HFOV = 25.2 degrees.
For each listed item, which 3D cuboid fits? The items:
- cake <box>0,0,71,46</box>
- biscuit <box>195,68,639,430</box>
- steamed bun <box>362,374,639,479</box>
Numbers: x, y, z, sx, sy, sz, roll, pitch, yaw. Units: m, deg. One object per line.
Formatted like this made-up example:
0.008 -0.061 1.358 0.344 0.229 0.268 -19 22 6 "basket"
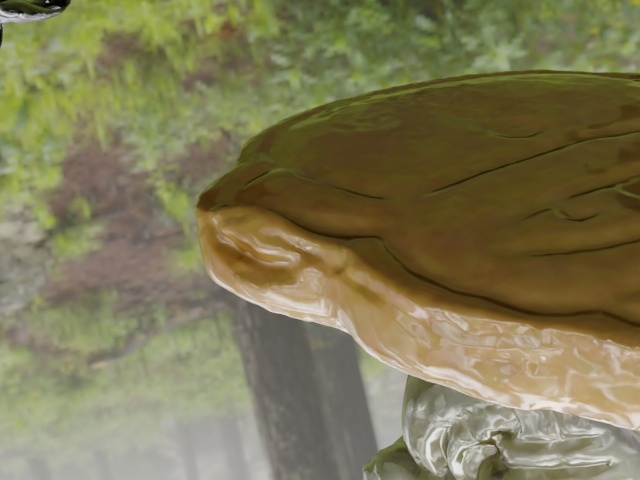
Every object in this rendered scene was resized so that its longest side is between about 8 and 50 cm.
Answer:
-0.286 -0.275 1.005 0.332 0.321 0.332 -10 -137 9 "cake"
0.128 -0.018 0.653 0.312 0.057 0.351 -22 -148 -37 "biscuit"
0.198 0.151 0.799 0.219 0.324 0.310 -39 166 -35 "steamed bun"
